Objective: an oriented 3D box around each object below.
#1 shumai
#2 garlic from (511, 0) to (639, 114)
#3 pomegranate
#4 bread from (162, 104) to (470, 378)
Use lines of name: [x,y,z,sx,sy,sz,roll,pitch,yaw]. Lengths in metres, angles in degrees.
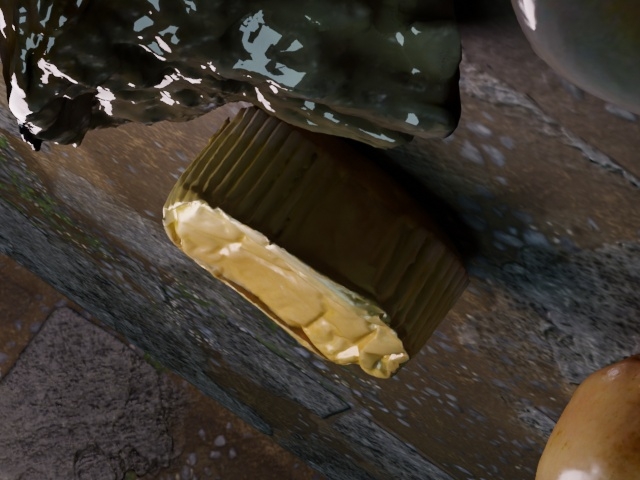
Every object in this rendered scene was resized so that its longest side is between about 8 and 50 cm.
shumai: [-0.055,-0.169,0.905,0.283,0.217,0.346,-1,167,5]
garlic: [0.163,-0.109,0.678,0.148,0.128,0.266,56,177,36]
pomegranate: [0.278,0.209,1.107,0.252,0.229,0.270,41,166,-19]
bread: [0.000,0.000,1.198,0.250,0.133,0.179,34,161,-4]
